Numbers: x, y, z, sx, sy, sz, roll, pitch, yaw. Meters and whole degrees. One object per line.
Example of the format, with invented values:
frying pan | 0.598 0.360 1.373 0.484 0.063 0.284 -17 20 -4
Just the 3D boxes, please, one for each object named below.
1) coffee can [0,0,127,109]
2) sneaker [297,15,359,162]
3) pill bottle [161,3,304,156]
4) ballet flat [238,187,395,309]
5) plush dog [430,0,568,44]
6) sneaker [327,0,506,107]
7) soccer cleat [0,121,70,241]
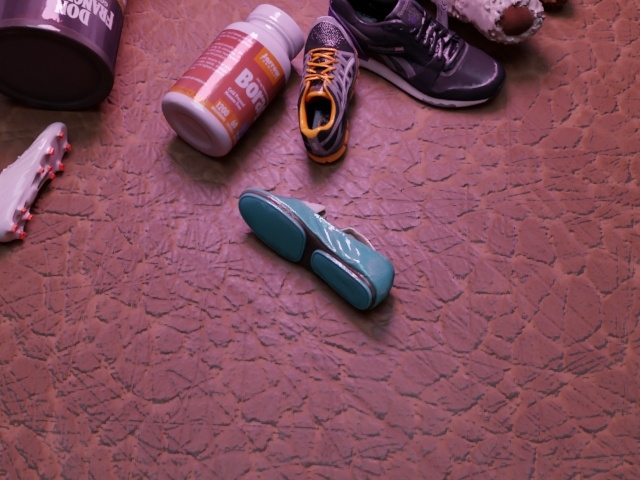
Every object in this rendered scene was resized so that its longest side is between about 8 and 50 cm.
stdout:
coffee can | -0.383 -0.360 1.571 0.201 0.201 0.275 3 64 2
sneaker | 0.007 -0.223 1.537 0.084 0.083 0.215 -4 77 16
pill bottle | -0.120 -0.235 1.550 0.121 0.121 0.216 31 69 15
ballet flat | 0.000 0.000 1.467 0.247 0.083 0.087 37 46 17
plush dog | 0.265 -0.435 1.629 0.225 0.210 0.262 -28 103 -26
sneaker | 0.136 -0.289 1.570 0.283 0.124 0.107 22 66 11
soccer cleat | -0.421 -0.090 1.516 0.076 0.068 0.196 18 68 13
